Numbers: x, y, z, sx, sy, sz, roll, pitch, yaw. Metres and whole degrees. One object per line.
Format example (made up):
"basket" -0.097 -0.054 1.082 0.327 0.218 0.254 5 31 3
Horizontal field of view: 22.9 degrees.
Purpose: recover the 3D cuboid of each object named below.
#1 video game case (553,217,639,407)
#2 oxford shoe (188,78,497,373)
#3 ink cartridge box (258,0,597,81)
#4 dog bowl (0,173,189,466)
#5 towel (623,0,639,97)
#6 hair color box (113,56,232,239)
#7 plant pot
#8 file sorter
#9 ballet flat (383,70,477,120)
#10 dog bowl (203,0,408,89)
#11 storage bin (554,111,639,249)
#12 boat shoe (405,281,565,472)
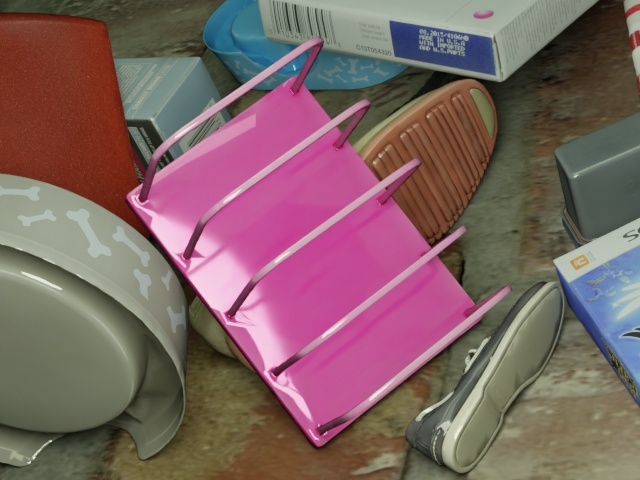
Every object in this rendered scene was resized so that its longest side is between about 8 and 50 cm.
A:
"video game case" 0.361 0.054 1.341 0.244 0.061 0.269 -27 36 0
"oxford shoe" 0.019 -0.034 1.595 0.397 0.140 0.146 -42 33 -23
"ink cartridge box" 0.154 -0.299 1.775 0.324 0.071 0.330 14 42 37
"dog bowl" -0.282 0.076 1.473 0.348 0.349 0.102 -7 44 24
"towel" 0.444 -0.231 1.668 0.237 0.037 0.329 -15 37 16
"hair color box" -0.272 -0.105 1.814 0.374 0.185 0.114 4 46 35
"plant pot" -0.370 -0.087 1.606 0.267 0.235 0.267 -23 69 28
"file sorter" 0.000 0.000 1.390 0.202 0.291 0.182 -37 -4 -15
"ballet flat" 0.115 -0.137 1.751 0.173 0.057 0.049 -44 -1 -25
"dog bowl" -0.002 -0.253 1.933 0.297 0.074 0.166 3 44 34
"storage bin" 0.288 -0.065 1.508 0.135 0.091 0.098 -23 36 3
"boat shoe" 0.146 0.110 1.389 0.065 0.075 0.206 15 56 38
